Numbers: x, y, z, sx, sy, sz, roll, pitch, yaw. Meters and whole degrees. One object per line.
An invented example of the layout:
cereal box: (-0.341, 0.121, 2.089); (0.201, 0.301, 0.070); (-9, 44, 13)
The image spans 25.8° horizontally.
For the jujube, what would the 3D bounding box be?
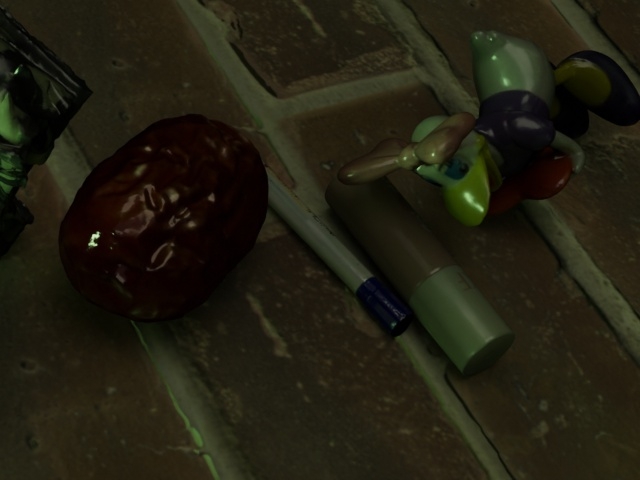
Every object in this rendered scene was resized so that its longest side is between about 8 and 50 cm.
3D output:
jujube: (-0.150, -0.023, 1.387); (0.174, 0.174, 0.250); (25, 38, 4)

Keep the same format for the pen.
pen: (0.000, 0.000, 1.496); (0.033, 0.033, 0.269); (-28, 63, -34)

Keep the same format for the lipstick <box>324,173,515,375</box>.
lipstick: (0.102, 0.026, 1.479); (0.070, 0.070, 0.254); (-21, 60, -30)

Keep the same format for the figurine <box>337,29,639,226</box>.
figurine: (0.198, -0.130, 1.542); (0.421, 0.154, 0.193); (-43, 110, -45)

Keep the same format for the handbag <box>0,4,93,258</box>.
handbag: (-0.390, -0.136, 1.249); (0.327, 0.325, 0.162); (39, 60, -3)
